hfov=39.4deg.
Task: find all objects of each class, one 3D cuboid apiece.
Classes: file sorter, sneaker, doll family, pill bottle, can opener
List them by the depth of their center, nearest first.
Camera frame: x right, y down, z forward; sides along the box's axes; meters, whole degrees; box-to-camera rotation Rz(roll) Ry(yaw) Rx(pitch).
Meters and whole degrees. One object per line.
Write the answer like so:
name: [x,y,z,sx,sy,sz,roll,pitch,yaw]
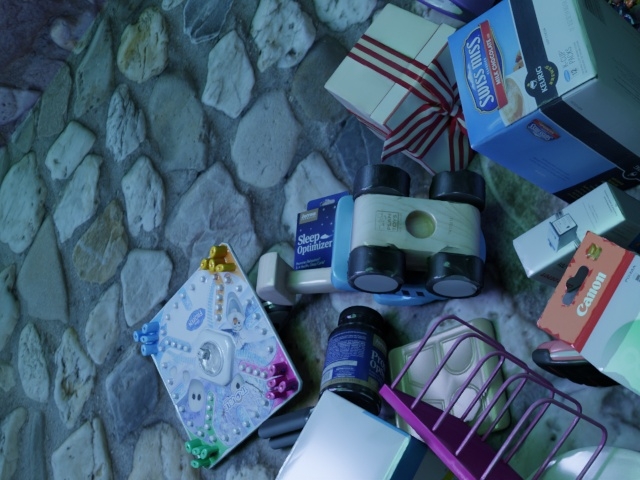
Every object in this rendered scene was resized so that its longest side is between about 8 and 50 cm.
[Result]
file sorter: [0.279,0.275,1.431,0.182,0.202,0.290,-57,33,5]
sneaker: [0.493,0.147,1.431,0.313,0.116,0.136,-15,54,34]
doll family: [0.554,-0.411,1.586,0.193,0.076,0.111,-12,86,37]
pill bottle: [0.069,0.240,1.760,0.122,0.123,0.219,-29,34,35]
can opener: [-0.011,0.373,1.876,0.280,0.074,0.093,-28,22,34]
sneaker: [-0.146,0.230,2.047,0.271,0.100,0.108,-49,55,29]

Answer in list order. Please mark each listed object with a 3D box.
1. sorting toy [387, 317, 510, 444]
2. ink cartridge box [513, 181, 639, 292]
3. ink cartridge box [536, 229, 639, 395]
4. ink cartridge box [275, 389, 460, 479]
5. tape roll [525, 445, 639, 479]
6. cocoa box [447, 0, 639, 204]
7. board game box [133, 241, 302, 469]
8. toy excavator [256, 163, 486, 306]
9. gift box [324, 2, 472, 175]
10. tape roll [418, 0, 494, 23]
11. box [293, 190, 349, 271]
sorting toy: [0.243,0.318,1.654,0.229,0.041,0.307,-24,59,33]
ink cartridge box: [0.443,-0.001,1.494,0.190,0.139,0.082,-38,53,30]
ink cartridge box: [0.449,0.106,1.344,0.224,0.056,0.181,33,101,34]
ink cartridge box: [0.099,0.415,1.509,0.198,0.270,0.197,21,76,44]
tape roll: [0.444,0.510,1.349,0.392,0.072,0.392,-20,61,40]
cocoa box: [0.410,-0.234,1.465,0.228,0.347,0.232,-28,56,36]
board game box: [-0.252,0.269,2.042,0.390,0.050,0.390,-45,63,32]
toy excavator: [0.090,0.045,1.777,0.445,0.432,0.222,100,175,-66]
gift box: [0.193,-0.272,1.777,0.276,0.255,0.258,-56,42,5]
tape roll: [0.229,-0.542,1.820,0.275,0.274,0.090,37,103,46]
box: [0.000,0.000,2.021,0.136,0.036,0.225,-13,64,42]
